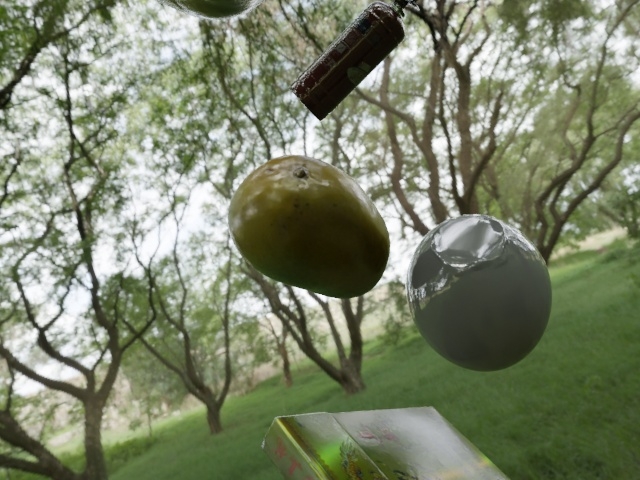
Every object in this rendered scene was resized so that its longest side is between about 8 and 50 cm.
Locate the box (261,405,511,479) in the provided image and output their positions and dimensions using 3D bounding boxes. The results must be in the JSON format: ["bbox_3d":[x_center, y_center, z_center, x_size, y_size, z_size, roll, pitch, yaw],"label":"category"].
[{"bbox_3d":[0.098,0.259,0.623,0.311,0.173,0.043,16,-73,-47],"label":"box"}]

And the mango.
[{"bbox_3d":[0.000,0.000,0.651,0.156,0.114,0.251,-33,-46,17],"label":"mango"}]

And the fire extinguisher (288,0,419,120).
[{"bbox_3d":[0.093,-0.394,1.144,0.344,0.102,0.138,-43,27,10],"label":"fire extinguisher"}]

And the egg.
[{"bbox_3d":[0.202,0.074,0.715,0.176,0.176,0.232,-25,-52,6],"label":"egg"}]

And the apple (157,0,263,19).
[{"bbox_3d":[-0.146,-0.557,0.931,0.360,0.320,0.312,-58,-17,-15],"label":"apple"}]
